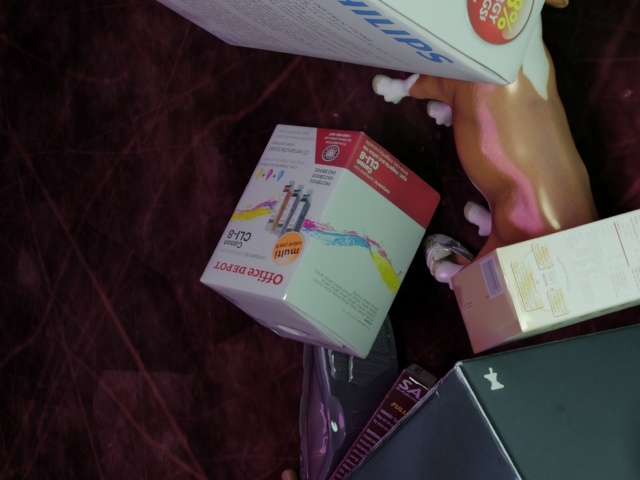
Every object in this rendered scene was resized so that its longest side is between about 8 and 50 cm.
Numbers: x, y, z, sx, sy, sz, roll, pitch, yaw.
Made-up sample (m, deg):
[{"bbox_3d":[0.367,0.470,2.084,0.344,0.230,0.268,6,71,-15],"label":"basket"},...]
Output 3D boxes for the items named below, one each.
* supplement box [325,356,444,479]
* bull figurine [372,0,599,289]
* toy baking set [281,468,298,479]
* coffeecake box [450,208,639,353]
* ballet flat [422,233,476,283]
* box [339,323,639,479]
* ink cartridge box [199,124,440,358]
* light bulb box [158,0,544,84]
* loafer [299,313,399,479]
[{"bbox_3d":[0.043,0.227,1.474,0.073,0.130,0.239,34,95,6],"label":"supplement box"},{"bbox_3d":[0.150,-0.107,1.396,0.188,0.101,0.310,-26,74,53],"label":"bull figurine"},{"bbox_3d":[-0.034,0.376,1.705,0.197,0.030,0.256,131,142,-55],"label":"toy baking set"},{"bbox_3d":[0.211,0.024,1.243,0.142,0.186,0.068,131,123,-76],"label":"coffeecake box"},{"bbox_3d":[0.125,0.026,1.493,0.114,0.041,0.041,35,122,41],"label":"ballet flat"},{"bbox_3d":[0.171,0.221,1.272,0.294,0.296,0.182,-52,57,41],"label":"box"},{"bbox_3d":[0.000,0.000,1.511,0.128,0.127,0.176,10,70,48],"label":"ink cartridge box"},{"bbox_3d":[0.024,-0.344,1.315,0.361,0.225,0.357,16,82,48],"label":"light bulb box"},{"bbox_3d":[0.029,0.202,1.606,0.095,0.109,0.302,175,93,-69],"label":"loafer"}]
